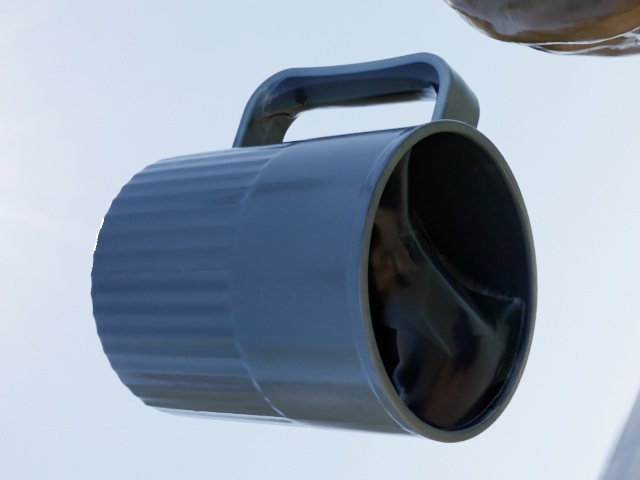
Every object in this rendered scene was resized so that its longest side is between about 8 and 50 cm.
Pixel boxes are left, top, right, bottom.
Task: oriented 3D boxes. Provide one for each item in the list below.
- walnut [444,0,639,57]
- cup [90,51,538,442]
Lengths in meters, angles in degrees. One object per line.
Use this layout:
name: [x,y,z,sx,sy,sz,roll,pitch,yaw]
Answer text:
walnut: [0.211,-0.266,1.010,0.381,0.381,0.381,-58,-18,-32]
cup: [-0.013,0.003,1.434,0.257,0.311,0.331,-2,-91,-52]
